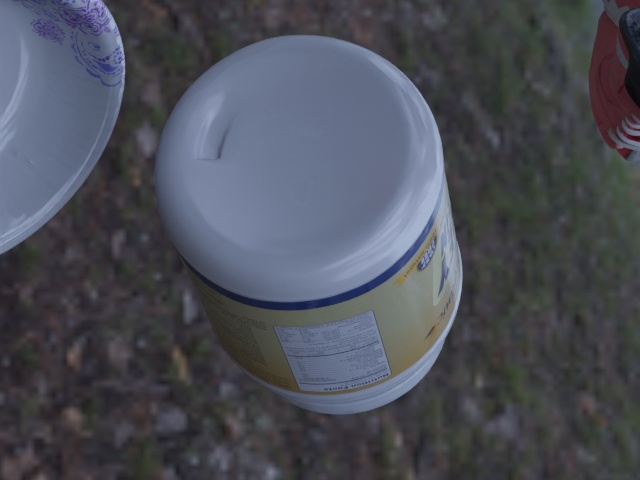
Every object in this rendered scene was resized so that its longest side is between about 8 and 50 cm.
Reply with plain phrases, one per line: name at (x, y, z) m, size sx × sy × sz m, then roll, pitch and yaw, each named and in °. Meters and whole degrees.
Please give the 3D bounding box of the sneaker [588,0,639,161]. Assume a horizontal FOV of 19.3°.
sneaker at (0.263, -0.111, 1.417) m, size 0.314 × 0.116 × 0.136 m, roll -80°, pitch 179°, yaw -68°

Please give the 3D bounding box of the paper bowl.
paper bowl at (-0.311, -0.123, 1.528) m, size 0.284 × 0.148 × 0.284 m, roll -32°, pitch 143°, yaw -28°

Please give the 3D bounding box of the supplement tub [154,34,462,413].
supplement tub at (0.000, 0.000, 1.571) m, size 0.316 × 0.228 × 0.228 m, roll 72°, pitch 19°, yaw -63°
